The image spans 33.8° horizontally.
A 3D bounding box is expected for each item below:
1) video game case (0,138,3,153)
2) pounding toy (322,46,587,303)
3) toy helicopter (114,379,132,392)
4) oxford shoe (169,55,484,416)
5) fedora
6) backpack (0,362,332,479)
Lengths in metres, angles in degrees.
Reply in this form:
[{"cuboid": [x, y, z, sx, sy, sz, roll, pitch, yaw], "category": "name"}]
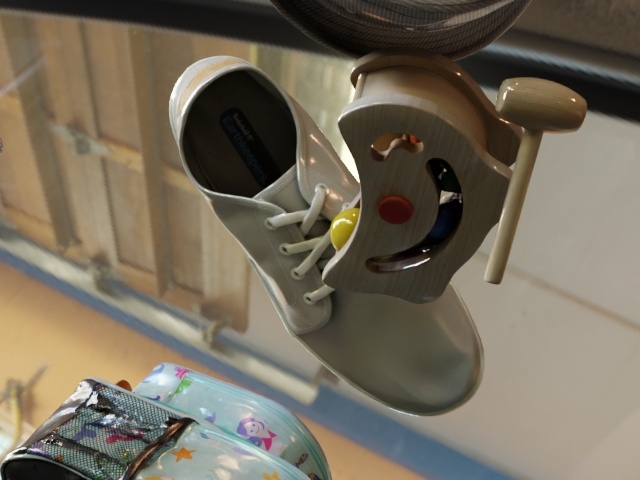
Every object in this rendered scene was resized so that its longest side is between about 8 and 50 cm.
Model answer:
[{"cuboid": [-0.351, -0.067, 0.730, 0.173, 0.190, 0.022, 51, 13, -54], "category": "video game case"}, {"cuboid": [0.070, -0.039, 0.817, 0.154, 0.155, 0.269, 24, -46, -9], "category": "pounding toy"}, {"cuboid": [-0.173, 0.220, 1.148, 0.235, 0.140, 0.355, 5, 0, -1], "category": "toy helicopter"}, {"cuboid": [0.000, 0.000, 1.062, 0.449, 0.169, 0.130, 52, -2, -1], "category": "oxford shoe"}, {"cuboid": [0.077, -0.239, 0.784, 0.275, 0.124, 0.243, 18, -71, -19], "category": "fedora"}, {"cuboid": [-0.087, 0.225, 0.791, 0.254, 0.191, 0.225, 16, -48, 38], "category": "backpack"}]
